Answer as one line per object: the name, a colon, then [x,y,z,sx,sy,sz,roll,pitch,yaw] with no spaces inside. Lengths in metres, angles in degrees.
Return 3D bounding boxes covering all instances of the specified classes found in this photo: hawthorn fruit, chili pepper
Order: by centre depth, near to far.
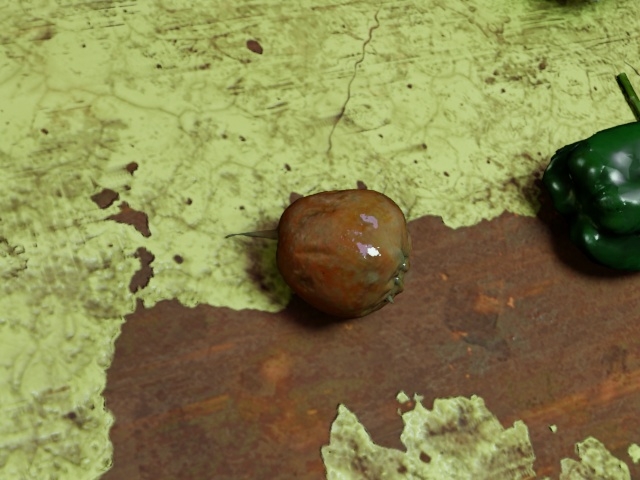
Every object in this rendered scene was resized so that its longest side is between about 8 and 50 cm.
hawthorn fruit: [0.013,0.001,1.283,0.189,0.149,0.149,30,54,-10]
chili pepper: [0.400,-0.066,1.483,0.261,0.165,0.174,-9,54,-29]

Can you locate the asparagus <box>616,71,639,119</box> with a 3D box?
asparagus: [0.431,-0.172,1.641,0.015,0.018,0.127,-18,68,-3]
